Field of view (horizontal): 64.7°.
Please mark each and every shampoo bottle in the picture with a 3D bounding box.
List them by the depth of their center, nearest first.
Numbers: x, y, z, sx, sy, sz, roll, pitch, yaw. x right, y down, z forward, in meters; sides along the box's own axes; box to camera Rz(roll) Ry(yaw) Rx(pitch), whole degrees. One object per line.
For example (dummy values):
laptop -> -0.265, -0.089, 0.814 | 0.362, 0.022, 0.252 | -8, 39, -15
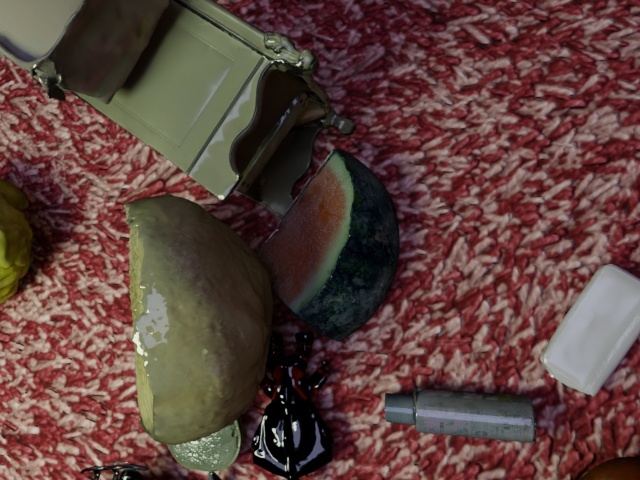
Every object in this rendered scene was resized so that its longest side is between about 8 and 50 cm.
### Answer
shampoo bottle -> 0.203, 0.256, 0.751 | 0.214, 0.072, 0.072 | 0, 84, 15

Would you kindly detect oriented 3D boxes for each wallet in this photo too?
wallet -> 0.401, 0.129, 0.730 | 0.095, 0.033, 0.190 | 36, 94, 17

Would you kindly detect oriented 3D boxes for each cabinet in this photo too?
cabinet -> -0.150, -0.214, 0.780 | 0.318, 0.290, 0.227 | 35, 93, 15

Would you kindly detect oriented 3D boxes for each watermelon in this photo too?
watermelon -> 0.000, 0.000, 0.801 | 0.226, 0.148, 0.318 | -1, 82, 22

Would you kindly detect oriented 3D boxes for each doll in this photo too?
doll -> -0.044, 0.274, 0.812 | 0.127, 0.088, 0.248 | -19, 69, 33

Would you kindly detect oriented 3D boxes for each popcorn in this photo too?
popcorn -> -0.655, 0.015, 0.924 | 0.235, 0.242, 0.250 | 35, 103, -10

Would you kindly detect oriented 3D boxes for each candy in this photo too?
candy -> -0.298, -0.279, 0.604 | 0.185, 0.137, 0.195 | 36, 96, 14

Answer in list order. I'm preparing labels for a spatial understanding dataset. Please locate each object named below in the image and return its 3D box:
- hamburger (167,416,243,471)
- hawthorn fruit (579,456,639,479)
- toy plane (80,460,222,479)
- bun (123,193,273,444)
hamburger -> -0.195, 0.319, 0.853 | 0.140, 0.062, 0.133 | -4, 87, 12
hawthorn fruit -> 0.366, 0.424, 0.593 | 0.300, 0.254, 0.254 | -40, 76, -1
toy plane -> -0.277, 0.445, 0.828 | 0.382, 0.155, 0.106 | -11, 39, 11
bun -> -0.178, 0.108, 0.752 | 0.202, 0.364, 0.364 | -6, 81, -22
